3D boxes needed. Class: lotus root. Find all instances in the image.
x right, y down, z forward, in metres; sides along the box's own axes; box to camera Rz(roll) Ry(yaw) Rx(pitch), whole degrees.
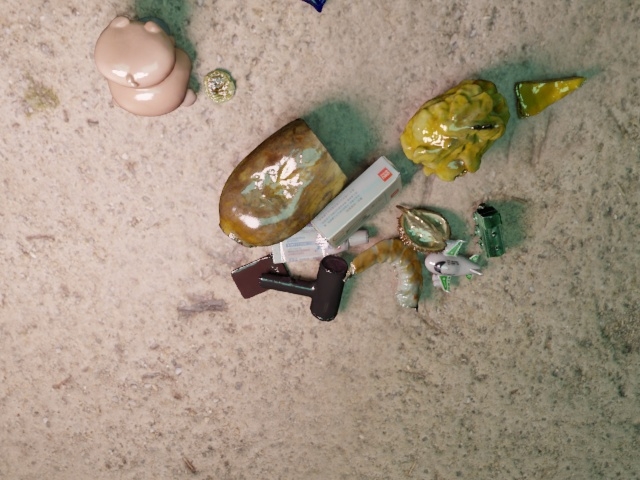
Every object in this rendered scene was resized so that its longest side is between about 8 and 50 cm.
[{"bbox_3d":[-0.109,-0.132,1.439,0.346,0.250,0.250,-45,111,5],"label":"lotus root"}]

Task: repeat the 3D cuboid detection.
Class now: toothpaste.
[{"bbox_3d":[0.000,-0.002,1.602,0.282,0.068,0.099,-5,69,-2],"label":"toothpaste"}]

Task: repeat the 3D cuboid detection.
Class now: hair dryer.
[{"bbox_3d":[-0.055,0.131,1.612,0.251,0.089,0.197,8,128,-7],"label":"hair dryer"}]

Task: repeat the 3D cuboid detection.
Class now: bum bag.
[{"bbox_3d":[-0.176,0.106,1.644,0.159,0.026,0.109,-24,114,3],"label":"bum bag"}]

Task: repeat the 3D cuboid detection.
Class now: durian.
[{"bbox_3d":[0.281,-0.030,1.606,0.188,0.091,0.148,45,65,2],"label":"durian"}]

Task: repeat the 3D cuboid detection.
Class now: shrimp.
[{"bbox_3d":[0.210,0.083,1.626,0.287,0.068,0.185,26,80,-35],"label":"shrimp"}]

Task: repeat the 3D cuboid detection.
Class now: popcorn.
[{"bbox_3d":[0.350,-0.288,1.450,0.286,0.215,0.252,-24,145,5],"label":"popcorn"}]

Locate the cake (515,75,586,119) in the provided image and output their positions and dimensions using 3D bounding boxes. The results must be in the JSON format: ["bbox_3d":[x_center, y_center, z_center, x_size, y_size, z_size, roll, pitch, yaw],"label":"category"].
[{"bbox_3d":[0.625,-0.385,1.512,0.184,0.080,0.116,-4,110,-10],"label":"cake"}]

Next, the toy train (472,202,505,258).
[{"bbox_3d":[0.495,-0.023,1.627,0.071,0.111,0.171,-17,112,3],"label":"toy train"}]

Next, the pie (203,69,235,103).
[{"bbox_3d":[-0.260,-0.394,1.430,0.084,0.020,0.084,-2,112,-6],"label":"pie"}]

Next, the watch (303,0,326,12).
[{"bbox_3d":[-0.043,-0.647,1.257,0.196,0.200,0.171,24,104,-12],"label":"watch"}]

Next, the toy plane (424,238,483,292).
[{"bbox_3d":[0.399,0.075,1.673,0.174,0.080,0.174,-2,112,-4],"label":"toy plane"}]

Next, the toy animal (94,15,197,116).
[{"bbox_3d":[-0.407,-0.400,1.300,0.209,0.221,0.230,3,111,-4],"label":"toy animal"}]

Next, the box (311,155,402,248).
[{"bbox_3d":[0.102,-0.100,1.504,0.269,0.135,0.079,-42,74,-1],"label":"box"}]
